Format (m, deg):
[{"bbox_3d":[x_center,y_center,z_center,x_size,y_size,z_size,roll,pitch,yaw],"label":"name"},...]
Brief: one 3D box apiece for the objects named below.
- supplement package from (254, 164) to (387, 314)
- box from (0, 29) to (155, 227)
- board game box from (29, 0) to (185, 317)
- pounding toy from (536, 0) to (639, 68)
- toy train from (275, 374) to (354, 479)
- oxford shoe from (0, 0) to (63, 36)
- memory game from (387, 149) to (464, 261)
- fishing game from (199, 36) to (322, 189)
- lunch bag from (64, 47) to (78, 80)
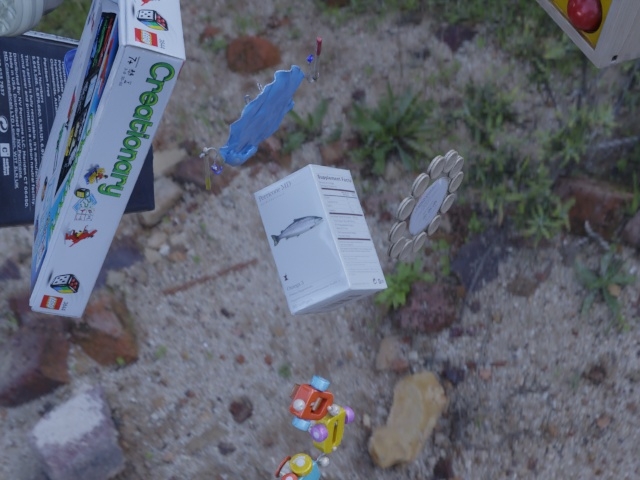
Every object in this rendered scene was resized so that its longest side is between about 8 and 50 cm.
[{"bbox_3d":[0.000,0.000,1.406,0.105,0.105,0.179,-26,76,30],"label":"supplement package"},{"bbox_3d":[-0.591,-0.162,1.651,0.479,0.471,0.298,-3,95,19],"label":"box"},{"bbox_3d":[-0.195,-0.102,0.908,0.053,0.305,0.193,12,42,-23],"label":"board game box"},{"bbox_3d":[0.199,-0.210,0.772,0.100,0.130,0.141,-17,54,-19],"label":"pounding toy"},{"bbox_3d":[-0.025,0.219,1.117,0.046,0.125,0.166,27,98,32],"label":"toy train"},{"bbox_3d":[-0.450,-0.342,1.202,0.449,0.169,0.130,21,43,30],"label":"oxford shoe"},{"bbox_3d":[0.153,-0.050,1.496,0.012,0.186,0.186,33,74,23],"label":"memory game"},{"bbox_3d":[-0.092,-0.191,1.542,0.041,0.189,0.264,39,76,10],"label":"fishing game"},{"bbox_3d":[-0.231,-0.187,1.144,0.098,0.065,0.067,-12,100,5],"label":"lunch bag"}]
